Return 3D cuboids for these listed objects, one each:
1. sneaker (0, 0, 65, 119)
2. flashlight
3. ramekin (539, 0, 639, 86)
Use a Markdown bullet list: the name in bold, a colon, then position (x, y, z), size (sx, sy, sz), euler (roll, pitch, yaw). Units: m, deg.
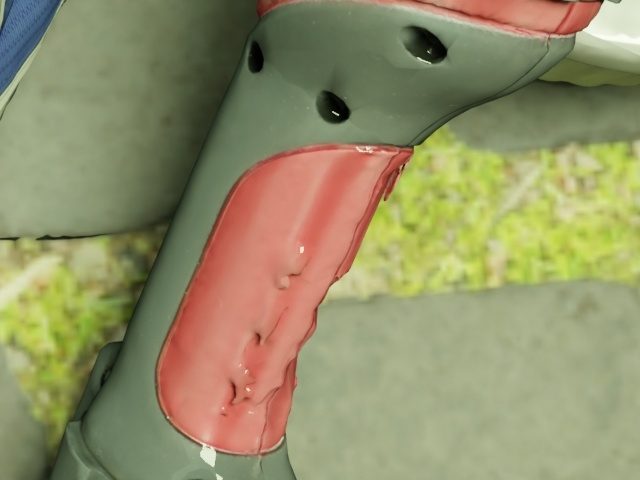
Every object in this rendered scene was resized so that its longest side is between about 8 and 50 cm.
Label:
- **sneaker**: position (-0.127, -0.113, 0.576), size (0.128, 0.182, 0.315), euler (19, 79, -6)
- **flashlight**: position (0.000, 0.000, 0.546), size (0.103, 0.103, 0.304), euler (22, 111, -5)
- **ramekin**: position (0.109, -0.180, 0.649), size (0.273, 0.127, 0.272), euler (1, 82, -9)
